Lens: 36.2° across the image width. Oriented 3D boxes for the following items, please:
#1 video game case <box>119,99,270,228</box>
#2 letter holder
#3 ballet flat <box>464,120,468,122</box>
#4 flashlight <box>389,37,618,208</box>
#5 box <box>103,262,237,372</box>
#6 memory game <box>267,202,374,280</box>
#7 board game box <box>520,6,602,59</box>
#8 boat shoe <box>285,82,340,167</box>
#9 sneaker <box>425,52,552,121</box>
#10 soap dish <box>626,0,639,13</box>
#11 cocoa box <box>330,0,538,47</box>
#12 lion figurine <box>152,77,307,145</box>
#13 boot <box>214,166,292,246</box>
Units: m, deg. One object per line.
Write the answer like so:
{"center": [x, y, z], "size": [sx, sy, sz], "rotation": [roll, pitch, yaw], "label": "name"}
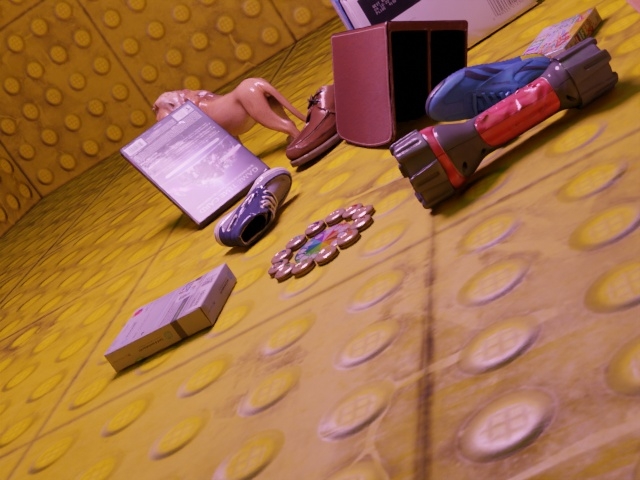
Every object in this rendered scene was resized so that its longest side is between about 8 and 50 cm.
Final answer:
{"center": [-0.265, -0.166, 2.063], "size": [0.196, 0.274, 0.026], "rotation": [-40, -27, -19], "label": "video game case"}
{"center": [0.139, -0.282, 1.789], "size": [0.152, 0.215, 0.302], "rotation": [-4, 8, -17], "label": "letter holder"}
{"center": [0.229, -0.152, 1.400], "size": [0.041, 0.041, 0.114], "rotation": [-37, 16, -13], "label": "ballet flat"}
{"center": [0.243, -0.159, 1.289], "size": [0.304, 0.103, 0.103], "rotation": [-31, 43, 5], "label": "flashlight"}
{"center": [-0.227, 0.117, 1.495], "size": [0.186, 0.038, 0.145], "rotation": [-26, 17, 20], "label": "box"}
{"center": [0.000, 0.000, 1.443], "size": [0.186, 0.012, 0.186], "rotation": [-31, 16, 10], "label": "memory game"}
{"center": [0.386, -0.320, 1.596], "size": [0.103, 0.026, 0.154], "rotation": [-18, 23, 44], "label": "board game box"}
{"center": [0.013, -0.264, 1.999], "size": [0.110, 0.104, 0.307], "rotation": [-15, 25, 47], "label": "boat shoe"}
{"center": [0.256, -0.211, 1.397], "size": [0.209, 0.069, 0.082], "rotation": [-17, 37, -8], "label": "sneaker"}
{"center": [0.515, -0.396, 1.320], "size": [0.229, 0.118, 0.291], "rotation": [-48, 10, 22], "label": "soap dish"}
{"center": [0.229, -0.508, 2.059], "size": [0.347, 0.231, 0.228], "rotation": [-33, 16, 1], "label": "cocoa box"}
{"center": [-0.187, -0.282, 2.190], "size": [0.392, 0.240, 0.142], "rotation": [-22, 20, 33], "label": "lion figurine"}
{"center": [-0.098, -0.056, 1.710], "size": [0.190, 0.069, 0.086], "rotation": [-50, 29, -22], "label": "boot"}
